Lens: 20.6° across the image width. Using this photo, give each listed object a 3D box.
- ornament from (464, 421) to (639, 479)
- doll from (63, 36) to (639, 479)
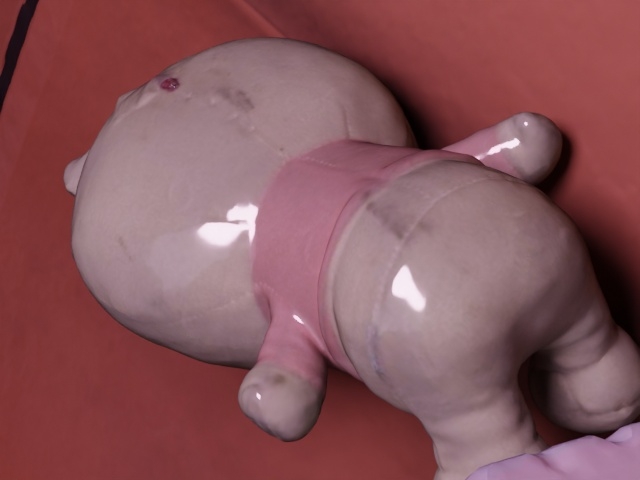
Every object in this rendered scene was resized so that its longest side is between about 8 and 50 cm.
[{"bbox_3d":[0.078,0.220,0.504,0.239,0.240,0.239,51,127,28],"label":"ornament"},{"bbox_3d":[-0.001,-0.007,0.639,0.275,0.155,0.113,35,156,38],"label":"doll"}]
